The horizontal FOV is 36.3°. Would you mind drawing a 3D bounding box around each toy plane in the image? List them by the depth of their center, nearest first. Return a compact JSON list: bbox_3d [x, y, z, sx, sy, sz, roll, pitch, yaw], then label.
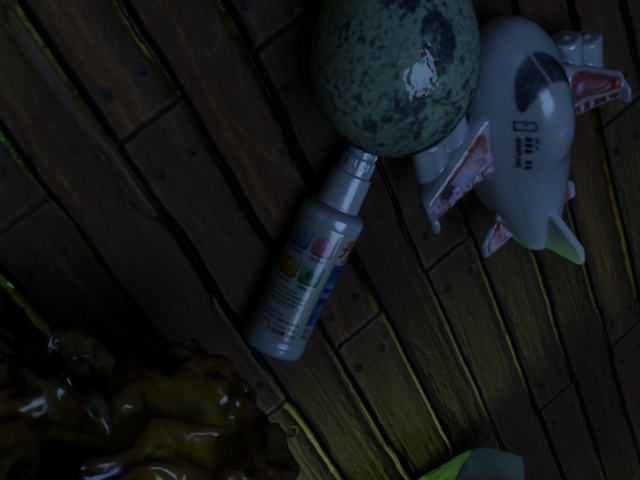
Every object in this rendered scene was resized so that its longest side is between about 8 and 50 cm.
[{"bbox_3d":[0.186,-0.090,0.897,0.252,0.118,0.252,-17,122,-29],"label":"toy plane"}]

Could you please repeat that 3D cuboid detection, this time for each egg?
[{"bbox_3d":[0.059,-0.149,0.752,0.132,0.132,0.172,-9,113,-33],"label":"egg"}]

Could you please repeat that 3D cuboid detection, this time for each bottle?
[{"bbox_3d":[0.000,0.000,0.847,0.060,0.060,0.217,12,108,-41],"label":"bottle"}]

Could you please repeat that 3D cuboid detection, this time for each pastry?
[{"bbox_3d":[-0.159,0.264,0.726,0.337,0.292,0.405,10,114,-41],"label":"pastry"}]

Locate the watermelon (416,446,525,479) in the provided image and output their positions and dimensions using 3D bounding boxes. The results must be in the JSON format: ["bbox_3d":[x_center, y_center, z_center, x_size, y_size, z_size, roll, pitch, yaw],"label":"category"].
[{"bbox_3d":[0.134,0.385,1.085,0.310,0.231,0.193,-43,101,14],"label":"watermelon"}]
